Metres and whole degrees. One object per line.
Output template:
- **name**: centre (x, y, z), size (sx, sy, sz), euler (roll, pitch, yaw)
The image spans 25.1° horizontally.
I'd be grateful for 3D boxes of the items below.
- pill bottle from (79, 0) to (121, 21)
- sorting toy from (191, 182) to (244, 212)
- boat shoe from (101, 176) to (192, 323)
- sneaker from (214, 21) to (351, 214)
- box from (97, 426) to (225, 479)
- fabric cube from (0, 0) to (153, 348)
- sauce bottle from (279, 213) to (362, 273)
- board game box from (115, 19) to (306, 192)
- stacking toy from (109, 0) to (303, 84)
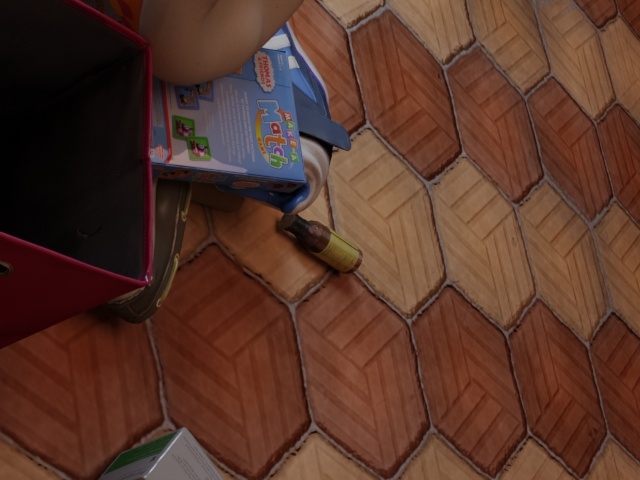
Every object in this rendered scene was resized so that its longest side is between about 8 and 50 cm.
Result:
- **pill bottle**: centre (-0.283, -0.228, 1.509), size (0.184, 0.103, 0.103), euler (16, 59, -43)
- **sorting toy**: centre (-0.154, -0.145, 1.694), size (0.347, 0.047, 0.196), euler (18, 57, -48)
- **boat shoe**: centre (-0.190, -0.059, 1.539), size (0.091, 0.109, 0.305), euler (60, 32, -56)
- **sneaker**: centre (-0.095, -0.174, 1.630), size (0.323, 0.130, 0.236), euler (49, 28, -32)
- **box**: centre (-0.158, 0.257, 1.411), size (0.102, 0.101, 0.087), euler (55, 36, -14)
- **fabric cube**: centre (-0.323, -0.067, 1.241), size (0.254, 0.258, 0.259), euler (26, 51, -44)
- **sauce bottle**: centre (0.000, 0.000, 1.823), size (0.128, 0.042, 0.042), euler (35, 46, -37)
- **board game box**: centre (-0.120, -0.138, 1.512), size (0.211, 0.039, 0.160), euler (5, 67, -34)
- **stacking toy**: centre (-0.212, -0.412, 1.429), size (0.480, 0.351, 0.350), euler (36, 34, 12)
